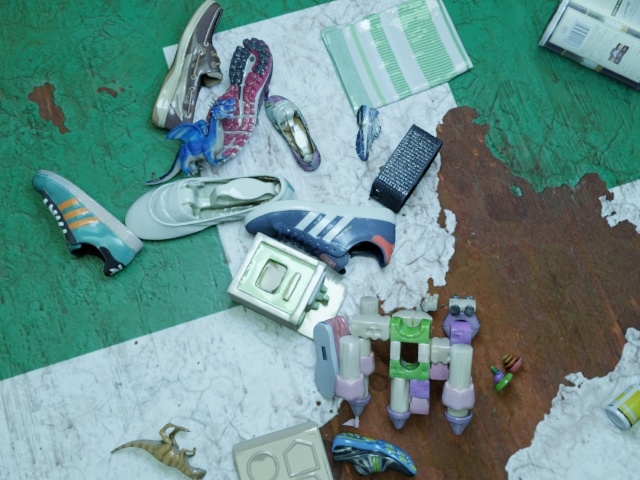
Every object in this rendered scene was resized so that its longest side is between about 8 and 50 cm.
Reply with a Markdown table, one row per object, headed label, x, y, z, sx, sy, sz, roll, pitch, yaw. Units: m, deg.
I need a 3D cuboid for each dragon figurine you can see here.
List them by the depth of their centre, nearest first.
| label | x | y | z | sx | sy | sz | roll | pitch | yaw |
| --- | --- | --- | --- | --- | --- | --- | --- | --- | --- |
| dragon figurine | -0.295 | -0.229 | 1.697 | 0.289 | 0.085 | 0.144 | -18 | 101 | 25 |

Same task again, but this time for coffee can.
| label | x | y | z | sx | sy | sz | roll | pitch | yaw |
| --- | --- | --- | --- | --- | --- | --- | --- | --- | --- |
| coffee can | 0.700 | -0.510 | 1.783 | 0.275 | 0.201 | 0.201 | 27 | 76 | 5 |

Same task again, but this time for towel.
| label | x | y | z | sx | sy | sz | roll | pitch | yaw |
| --- | --- | --- | --- | --- | --- | --- | --- | --- | --- |
| towel | 0.191 | -0.476 | 1.845 | 0.325 | 0.038 | 0.247 | -21 | 78 | -7 |

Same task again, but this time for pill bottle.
| label | x | y | z | sx | sy | sz | roll | pitch | yaw |
| --- | --- | --- | --- | --- | --- | --- | --- | --- | --- |
| pill bottle | 0.693 | 0.359 | 1.626 | 0.116 | 0.065 | 0.065 | -38 | 79 | -10 |

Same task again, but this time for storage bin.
| label | x | y | z | sx | sy | sz | roll | pitch | yaw |
| --- | --- | --- | --- | --- | --- | --- | --- | --- | --- |
| storage bin | 0.199 | -0.166 | 1.720 | 0.084 | 0.122 | 0.180 | 33 | 77 | 7 |

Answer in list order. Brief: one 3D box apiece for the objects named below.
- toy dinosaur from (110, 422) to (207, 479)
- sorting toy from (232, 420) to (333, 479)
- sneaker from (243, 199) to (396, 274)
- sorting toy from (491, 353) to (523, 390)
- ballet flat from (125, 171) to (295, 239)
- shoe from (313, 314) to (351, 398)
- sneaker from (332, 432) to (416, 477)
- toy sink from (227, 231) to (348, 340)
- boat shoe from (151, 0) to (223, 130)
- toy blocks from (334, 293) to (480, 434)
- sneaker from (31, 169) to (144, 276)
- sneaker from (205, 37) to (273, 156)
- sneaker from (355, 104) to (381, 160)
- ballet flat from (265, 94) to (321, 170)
| label | x | y | z | sx | sy | sz | roll | pitch | yaw |
| --- | --- | --- | --- | --- | --- | --- | --- | --- | --- |
| toy dinosaur | -0.338 | 0.445 | 1.575 | 0.212 | 0.064 | 0.112 | 23 | 77 | 5 |
| sorting toy | -0.072 | 0.514 | 1.582 | 0.193 | 0.038 | 0.208 | -16 | 72 | -6 |
| sneaker | 0.000 | 0.000 | 1.666 | 0.350 | 0.131 | 0.148 | 1 | 71 | -2 |
| sorting toy | 0.406 | 0.289 | 1.639 | 0.042 | 0.061 | 0.102 | 43 | 55 | 9 |
| ballet flat | -0.257 | -0.096 | 1.685 | 0.401 | 0.139 | 0.139 | -9 | 76 | -4 |
| shoe | 0.032 | 0.256 | 1.634 | 0.064 | 0.081 | 0.177 | 3 | 104 | 39 |
| sneaker | 0.115 | 0.473 | 1.588 | 0.188 | 0.067 | 0.078 | 16 | 97 | 1 |
| toy sink | -0.067 | 0.107 | 1.636 | 0.234 | 0.131 | 0.152 | 27 | 77 | 5 |
| boat shoe | -0.292 | -0.414 | 1.779 | 0.123 | 0.123 | 0.341 | 22 | 79 | -5 |
| toy blocks | 0.192 | 0.287 | 1.581 | 0.289 | 0.309 | 0.260 | 3 | 108 | 11 |
| sneaker | -0.554 | -0.040 | 1.672 | 0.302 | 0.108 | 0.121 | 37 | 73 | 6 |
| sneaker | -0.181 | -0.327 | 1.765 | 0.121 | 0.112 | 0.299 | 23 | 89 | 10 |
| sneaker | 0.121 | -0.259 | 1.779 | 0.058 | 0.052 | 0.135 | 5 | 86 | -19 |
| ballet flat | -0.064 | -0.270 | 1.762 | 0.077 | 0.079 | 0.221 | -27 | 77 | -7 |
